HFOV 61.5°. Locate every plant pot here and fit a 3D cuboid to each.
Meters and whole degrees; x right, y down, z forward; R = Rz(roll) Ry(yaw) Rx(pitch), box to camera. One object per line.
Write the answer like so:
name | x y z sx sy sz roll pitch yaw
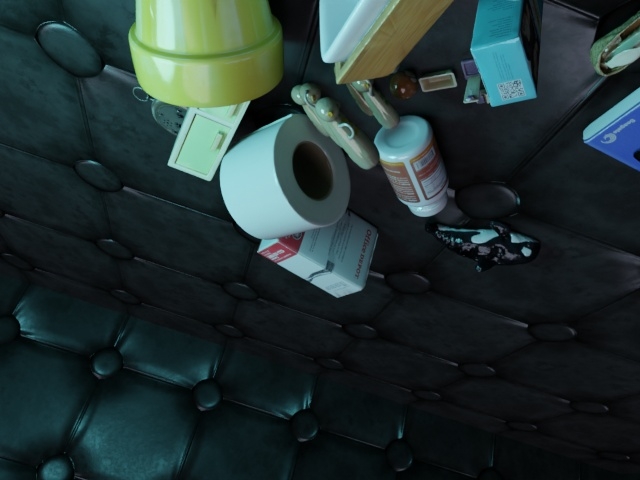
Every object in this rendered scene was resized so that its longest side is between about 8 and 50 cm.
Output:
plant pot | -0.186 -0.378 0.857 0.254 0.254 0.239 11 133 9

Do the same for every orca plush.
orca plush | 0.400 0.023 1.350 0.287 0.102 0.151 19 150 -4

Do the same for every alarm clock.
alarm clock | -0.335 -0.297 1.221 0.192 0.064 0.129 24 149 -7

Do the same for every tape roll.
tape roll | -0.074 -0.133 1.181 0.169 0.246 0.246 -14 139 40

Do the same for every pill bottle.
pill bottle | 0.202 -0.150 1.142 0.121 0.121 0.216 -1 146 27

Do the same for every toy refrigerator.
toy refrigerator | -0.228 -0.254 1.129 0.102 0.094 0.269 21 134 -19

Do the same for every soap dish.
soap dish | 0.106 -0.381 0.722 0.118 0.229 0.291 10 154 -24

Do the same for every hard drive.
hard drive | 0.673 -0.175 0.952 0.319 0.040 0.210 23 149 -12

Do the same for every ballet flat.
ballet flat | 0.490 -0.312 0.787 0.073 0.067 0.206 25 148 -12

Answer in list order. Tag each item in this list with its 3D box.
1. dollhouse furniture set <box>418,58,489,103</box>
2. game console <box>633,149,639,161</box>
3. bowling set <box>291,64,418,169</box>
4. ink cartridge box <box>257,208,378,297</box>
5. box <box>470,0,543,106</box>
dollhouse furniture set | 0.240 -0.260 0.978 0.114 0.081 0.091 -2 145 28
game console | 0.634 -0.130 0.936 0.071 0.107 0.122 -2 161 -29
bowling set | 0.063 -0.277 0.997 0.154 0.200 0.287 44 -178 -32
ink cartridge box | 0.000 0.000 1.411 0.273 0.197 0.114 31 148 -23
box | 0.259 -0.307 0.730 0.060 0.244 0.100 -5 144 32
